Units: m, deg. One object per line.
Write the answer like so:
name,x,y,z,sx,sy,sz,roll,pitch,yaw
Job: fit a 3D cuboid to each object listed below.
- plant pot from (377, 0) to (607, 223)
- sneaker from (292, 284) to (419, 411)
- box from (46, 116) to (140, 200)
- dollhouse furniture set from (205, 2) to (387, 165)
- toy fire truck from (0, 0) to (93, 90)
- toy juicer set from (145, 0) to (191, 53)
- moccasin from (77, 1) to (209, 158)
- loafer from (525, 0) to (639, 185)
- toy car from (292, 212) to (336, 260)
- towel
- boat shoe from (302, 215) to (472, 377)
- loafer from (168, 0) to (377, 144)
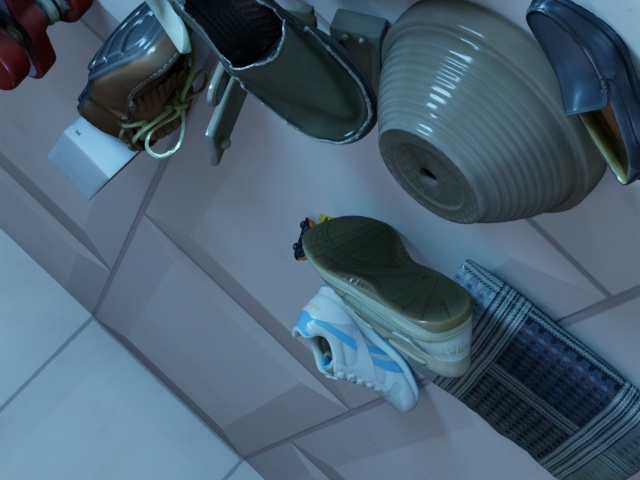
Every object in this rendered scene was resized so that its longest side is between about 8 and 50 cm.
plant pot,0.130,-0.094,1.203,0.237,0.110,0.237,37,158,17
sneaker,0.050,0.172,1.920,0.228,0.092,0.087,48,158,-17
box,-0.300,-0.144,1.893,0.091,0.130,0.170,47,161,-7
dollhouse furniture set,-0.025,-0.143,1.305,0.151,0.123,0.144,15,154,10
toy fire truck,-0.447,-0.339,1.671,0.254,0.169,0.302,25,153,23
toy juicer set,-0.242,-0.343,1.332,0.329,0.089,0.209,67,171,-27
moccasin,-0.210,-0.183,1.633,0.147,0.139,0.380,39,158,-6
loafer,0.216,-0.119,1.053,0.170,0.061,0.062,47,161,-9
toy car,0.000,0.000,1.726,0.040,0.060,0.122,15,174,-16
towel,0.258,0.171,1.604,0.312,0.056,0.324,38,157,8
boat shoe,0.075,0.062,1.557,0.302,0.109,0.098,36,146,51
loafer,-0.048,-0.164,1.203,0.251,0.094,0.087,38,-159,-22
